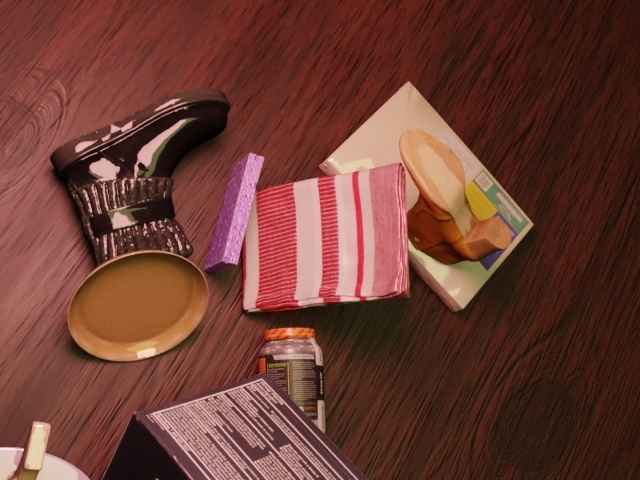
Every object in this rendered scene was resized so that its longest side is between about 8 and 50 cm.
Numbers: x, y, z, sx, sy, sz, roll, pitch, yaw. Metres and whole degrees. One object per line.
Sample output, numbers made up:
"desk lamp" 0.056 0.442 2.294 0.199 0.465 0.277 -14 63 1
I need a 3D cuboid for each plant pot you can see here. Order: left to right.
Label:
"plant pot" -0.304 0.104 1.480 0.236 0.236 0.032 -7 39 -24

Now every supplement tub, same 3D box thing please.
"supplement tub" -0.051 0.255 1.578 0.116 0.117 0.191 3 77 -22

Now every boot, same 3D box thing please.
"boot" -0.271 -0.093 1.560 0.347 0.131 0.260 -27 82 -15
"boot" 0.201 -0.064 1.651 0.295 0.211 0.104 46 64 -13

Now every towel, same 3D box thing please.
"towel" 0.000 0.000 1.578 0.037 0.328 0.237 24 61 -60

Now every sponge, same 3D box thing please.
"sponge" -0.157 -0.046 1.607 0.031 0.117 0.210 19 71 -19

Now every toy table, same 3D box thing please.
"toy table" -0.462 0.406 1.345 0.274 0.161 0.252 2 76 -23

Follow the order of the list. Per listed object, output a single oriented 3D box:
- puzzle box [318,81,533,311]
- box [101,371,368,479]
"puzzle box" 0.223 -0.089 1.814 0.409 0.052 0.272 48 64 -6
"box" -0.121 0.388 1.361 0.296 0.183 0.294 43 29 27
